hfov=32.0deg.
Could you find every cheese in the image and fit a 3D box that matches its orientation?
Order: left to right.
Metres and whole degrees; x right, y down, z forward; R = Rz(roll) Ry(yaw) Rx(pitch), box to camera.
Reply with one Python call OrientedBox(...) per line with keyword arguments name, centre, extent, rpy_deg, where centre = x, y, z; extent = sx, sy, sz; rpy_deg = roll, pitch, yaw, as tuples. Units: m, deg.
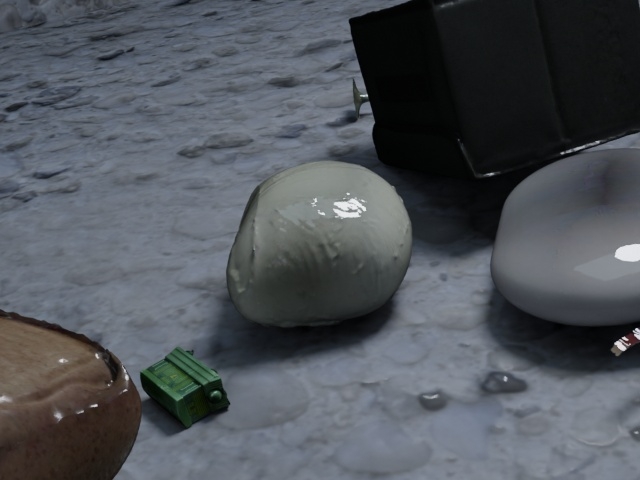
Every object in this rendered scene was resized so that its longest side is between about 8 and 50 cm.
OrientedBox(name="cheese", centre=(0.000, 0.000, 1.147), extent=(0.189, 0.154, 0.198), rpy_deg=(-2, 25, 4))

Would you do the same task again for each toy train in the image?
OrientedBox(name="toy train", centre=(-0.127, 0.137, 1.041), extent=(0.056, 0.038, 0.093), rpy_deg=(-30, 31, -24))

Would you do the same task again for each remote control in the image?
OrientedBox(name="remote control", centre=(0.286, -0.011, 1.115), extent=(0.221, 0.103, 0.332), rpy_deg=(-4, 25, 17))

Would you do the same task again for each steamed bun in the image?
OrientedBox(name="steamed bun", centre=(-0.310, 0.172, 0.865), extent=(0.301, 0.199, 0.251), rpy_deg=(13, 15, 23))

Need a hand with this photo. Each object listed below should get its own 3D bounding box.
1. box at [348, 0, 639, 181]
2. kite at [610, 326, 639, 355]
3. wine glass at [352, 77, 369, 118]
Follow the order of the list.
OrientedBox(name="box", centre=(0.210, -0.209, 1.359), extent=(0.251, 0.204, 0.345), rpy_deg=(-16, 10, -12))
OrientedBox(name="kite", centre=(0.350, 0.060, 0.958), extent=(0.245, 0.141, 0.015), rpy_deg=(-33, -12, -27))
OrientedBox(name="wine glass", centre=(0.149, -0.227, 1.684), extent=(0.198, 0.066, 0.066), rpy_deg=(-7, 25, 8))
